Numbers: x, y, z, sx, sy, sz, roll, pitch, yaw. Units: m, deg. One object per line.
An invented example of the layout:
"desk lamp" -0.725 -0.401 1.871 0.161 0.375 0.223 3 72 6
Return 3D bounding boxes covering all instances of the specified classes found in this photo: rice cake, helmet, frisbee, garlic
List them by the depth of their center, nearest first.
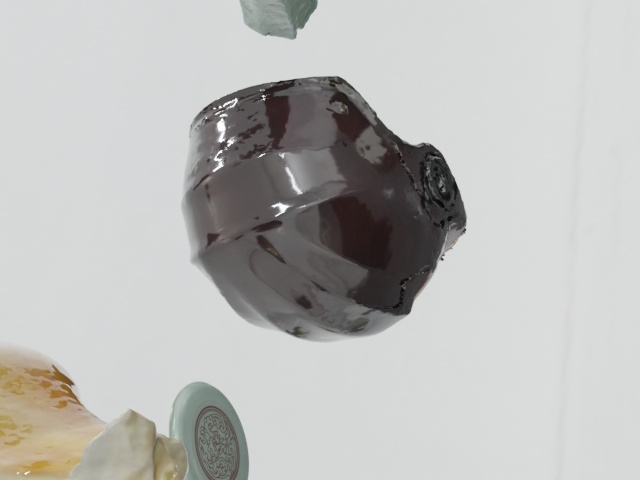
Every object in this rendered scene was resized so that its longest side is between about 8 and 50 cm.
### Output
"garlic" -0.190 0.189 1.130 0.313 0.286 0.249 8 60 51
"frisbee" -0.089 0.168 1.438 0.014 0.110 0.110 -15 55 25
"rice cake" -0.063 -0.275 1.614 0.063 0.066 0.336 -63 -16 -12
"helmet" 0.000 0.000 1.628 0.225 0.305 0.177 -28 36 35
